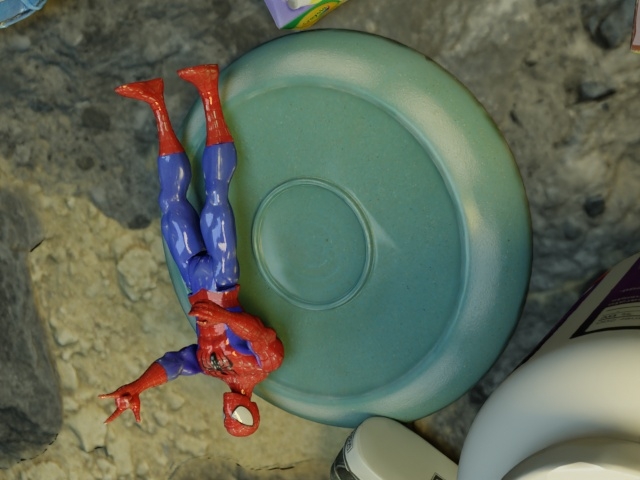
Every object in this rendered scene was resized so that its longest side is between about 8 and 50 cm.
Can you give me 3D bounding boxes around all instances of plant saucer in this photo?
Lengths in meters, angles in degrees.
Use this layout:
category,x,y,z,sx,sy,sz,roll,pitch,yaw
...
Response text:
category,x,y,z,sx,sy,sz,roll,pitch,yaw
plant saucer,0.000,0.000,0.763,0.318,0.044,0.317,6,104,27

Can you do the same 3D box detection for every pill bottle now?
category,x,y,z,sx,sy,sz,roll,pitch,yaw
pill bottle,0.185,0.115,0.531,0.182,0.323,0.181,7,105,26

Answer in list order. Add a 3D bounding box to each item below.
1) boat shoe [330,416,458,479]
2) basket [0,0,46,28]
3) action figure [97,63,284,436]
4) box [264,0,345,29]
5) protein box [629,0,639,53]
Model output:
category,x,y,z,sx,sy,sz,roll,pitch,yaw
boat shoe,0.103,0.223,0.746,0.219,0.078,0.070,40,131,13
basket,-0.335,-0.205,0.776,0.255,0.201,0.288,-5,66,28
action figure,-0.102,0.022,0.723,0.092,0.139,0.280,-9,100,30
box,0.024,-0.236,0.696,0.179,0.043,0.105,-29,87,27
protein box,0.279,-0.156,0.491,0.201,0.200,0.135,10,106,25
